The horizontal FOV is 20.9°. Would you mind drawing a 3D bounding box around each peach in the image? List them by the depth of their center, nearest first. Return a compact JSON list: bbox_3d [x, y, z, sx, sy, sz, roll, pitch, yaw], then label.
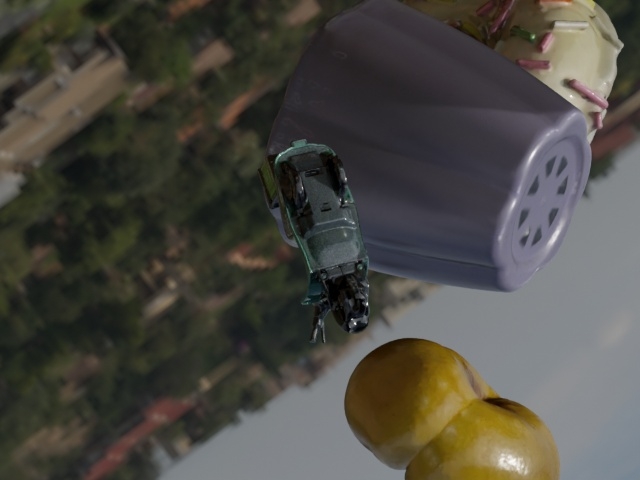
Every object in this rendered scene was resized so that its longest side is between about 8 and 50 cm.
[{"bbox_3d":[0.098,0.147,1.296,0.103,0.179,0.179,-51,175,4],"label":"peach"}]

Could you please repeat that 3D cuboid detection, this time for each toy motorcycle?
[{"bbox_3d":[0.000,0.000,1.406,0.058,0.173,0.100,-13,163,-18],"label":"toy motorcycle"}]

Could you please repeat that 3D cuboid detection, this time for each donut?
[{"bbox_3d":[0.159,-0.167,1.999,0.383,0.142,0.382,-27,-142,24],"label":"donut"}]

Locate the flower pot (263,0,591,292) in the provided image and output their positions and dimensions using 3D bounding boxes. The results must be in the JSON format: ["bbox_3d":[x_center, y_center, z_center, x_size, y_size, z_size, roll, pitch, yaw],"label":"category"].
[{"bbox_3d":[0.117,-0.080,1.662,0.265,0.243,0.265,-43,144,-42],"label":"flower pot"}]
